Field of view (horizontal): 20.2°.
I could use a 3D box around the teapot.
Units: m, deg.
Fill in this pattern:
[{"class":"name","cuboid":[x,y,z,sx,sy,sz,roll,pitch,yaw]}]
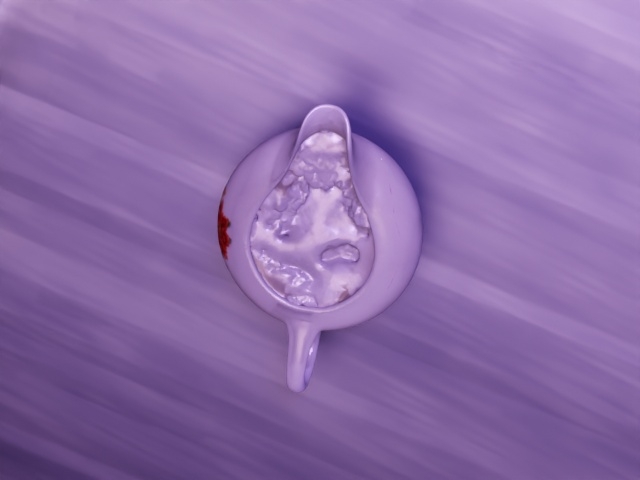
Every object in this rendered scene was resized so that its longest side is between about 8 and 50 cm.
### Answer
[{"class":"teapot","cuboid":[0.000,0.000,1.264,0.145,0.092,0.226,9,113,12]}]
